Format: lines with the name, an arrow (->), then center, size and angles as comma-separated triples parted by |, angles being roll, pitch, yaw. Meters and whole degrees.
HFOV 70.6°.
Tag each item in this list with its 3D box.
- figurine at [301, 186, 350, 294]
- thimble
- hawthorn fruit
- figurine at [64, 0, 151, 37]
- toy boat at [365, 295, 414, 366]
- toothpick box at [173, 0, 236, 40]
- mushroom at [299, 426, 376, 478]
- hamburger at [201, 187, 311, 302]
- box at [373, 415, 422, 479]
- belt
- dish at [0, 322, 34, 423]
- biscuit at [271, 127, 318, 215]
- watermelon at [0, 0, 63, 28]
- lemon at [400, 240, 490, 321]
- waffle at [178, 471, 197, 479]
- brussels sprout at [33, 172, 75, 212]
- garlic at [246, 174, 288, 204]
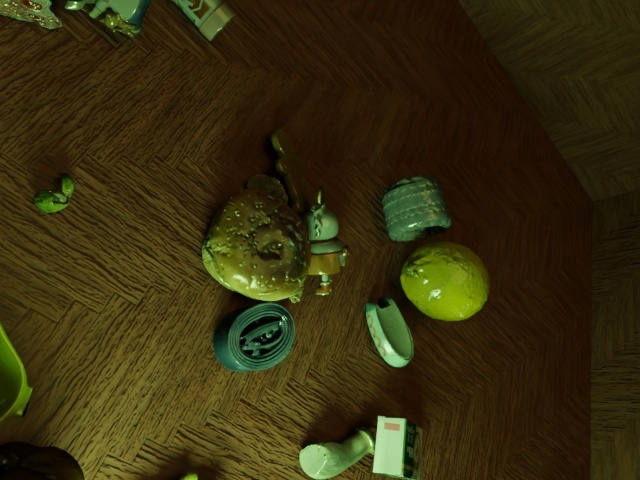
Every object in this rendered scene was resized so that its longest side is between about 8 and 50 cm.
figurine -> 0.009, 0.003, 1.157 | 0.143, 0.143, 0.270 | 4, 102, -41
thimble -> 0.310, -0.100, 1.441 | 0.237, 0.205, 0.172 | 3, 74, -41
hawthorn fruit -> -0.440, 0.416, 0.615 | 0.208, 0.208, 0.247 | 8, 90, -40
figurine -> -0.478, -0.545, 0.921 | 0.276, 0.161, 0.158 | 24, 21, -38
toy boat -> 0.195, 0.269, 1.323 | 0.134, 0.079, 0.207 | -10, 73, -51
toothpick box -> -0.297, -0.588, 1.122 | 0.149, 0.099, 0.098 | 44, 52, -22
mushroom -> 0.052, 0.515, 1.099 | 0.224, 0.081, 0.091 | 9, 91, -43
hamburger -> -0.140, 0.022, 1.046 | 0.243, 0.146, 0.285 | -25, 95, -37
box -> 0.206, 0.544, 1.180 | 0.199, 0.081, 0.135 | 52, 42, -54
belt -> -0.144, 0.215, 1.014 | 0.190, 0.082, 0.141 | -17, 89, -45
dish -> -0.559, 0.185, 0.630 | 0.221, 0.108, 0.262 | -41, 103, -42
biscuit -> -0.077, -0.183, 1.211 | 0.240, 0.035, 0.158 | 69, 22, 0
watermelon -> -0.575, -0.457, 0.835 | 0.158, 0.098, 0.121 | 51, 50, -23
lemon -> 0.383, 0.122, 1.403 | 0.311, 0.254, 0.253 | 23, 62, -34
waffle -> -0.266, 0.586, 0.799 | 0.309, 0.065, 0.283 | -41, 102, -38
brussels sprout -> -0.481, -0.087, 0.830 | 0.051, 0.046, 0.083 | 49, 49, -28
garlic -> -0.131, -0.119, 1.138 | 0.113, 0.094, 0.074 | 51, 17, -18
